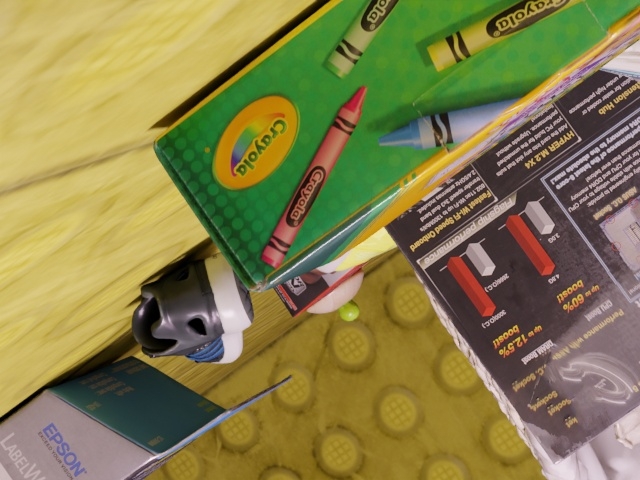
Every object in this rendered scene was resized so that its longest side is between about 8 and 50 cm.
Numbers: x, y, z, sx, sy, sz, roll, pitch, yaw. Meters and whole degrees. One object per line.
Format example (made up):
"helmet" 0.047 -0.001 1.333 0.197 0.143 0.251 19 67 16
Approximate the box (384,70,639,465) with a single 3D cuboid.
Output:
"box" 0.189 -0.057 1.066 0.307 0.242 0.076 -37 176 7

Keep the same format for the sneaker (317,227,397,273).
"sneaker" 0.157 -0.081 1.215 0.384 0.147 0.145 -33 178 -13

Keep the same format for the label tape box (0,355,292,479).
"label tape box" -0.208 0.182 1.568 0.333 0.106 0.240 -36 176 10

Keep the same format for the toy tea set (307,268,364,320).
"toy tea set" 0.120 -0.032 1.672 0.336 0.124 0.200 -38 176 29

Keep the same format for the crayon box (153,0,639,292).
"crayon box" 0.076 -0.094 0.796 0.278 0.081 0.165 -36 177 13

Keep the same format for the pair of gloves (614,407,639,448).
"pair of gloves" 0.320 0.108 1.399 0.204 0.042 0.240 -40 147 4

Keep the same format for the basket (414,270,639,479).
"basket" 0.250 0.011 1.492 0.331 0.266 0.328 -36 147 -3

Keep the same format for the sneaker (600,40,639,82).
"sneaker" 0.203 -0.093 0.920 0.110 0.122 0.283 -48 -148 -8

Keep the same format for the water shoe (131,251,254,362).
"water shoe" -0.098 0.050 1.326 0.080 0.073 0.203 -13 168 -10

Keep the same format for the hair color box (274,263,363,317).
"hair color box" 0.000 0.000 1.405 0.043 0.072 0.141 -33 175 -31
